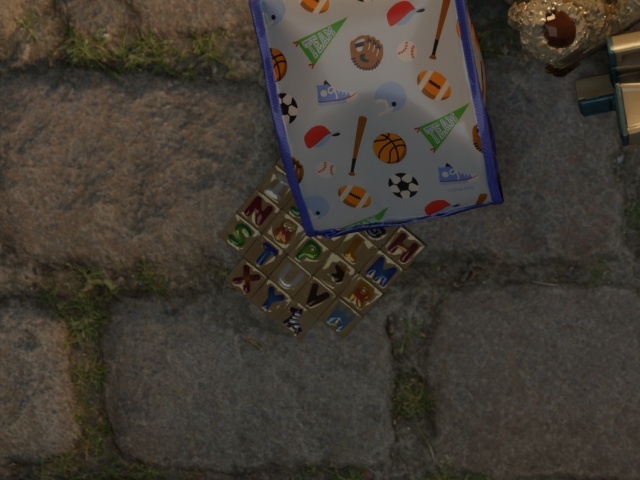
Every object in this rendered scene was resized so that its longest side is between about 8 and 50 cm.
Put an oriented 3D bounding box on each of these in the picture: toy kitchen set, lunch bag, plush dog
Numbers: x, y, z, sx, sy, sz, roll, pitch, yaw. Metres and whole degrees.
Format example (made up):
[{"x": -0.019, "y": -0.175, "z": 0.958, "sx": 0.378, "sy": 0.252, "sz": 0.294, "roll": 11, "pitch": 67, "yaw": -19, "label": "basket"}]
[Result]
[{"x": 0.438, "y": -0.193, "z": 1.677, "sx": 0.122, "sy": 0.207, "sz": 0.166, "roll": -9, "pitch": 72, "yaw": 15, "label": "toy kitchen set"}, {"x": 0.094, "y": -0.212, "z": 1.762, "sx": 0.328, "sy": 0.239, "sz": 0.385, "roll": -11, "pitch": 96, "yaw": 12, "label": "lunch bag"}, {"x": 0.343, "y": -0.375, "z": 1.706, "sx": 0.262, "sy": 0.210, "sz": 0.225, "roll": -29, "pitch": 83, "yaw": -18, "label": "plush dog"}]

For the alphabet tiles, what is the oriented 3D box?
[{"x": 0.000, "y": 0.000, "z": 1.961, "sx": 0.285, "sy": 0.011, "sz": 0.342, "roll": 40, "pitch": 110, "yaw": -1, "label": "alphabet tiles"}]
